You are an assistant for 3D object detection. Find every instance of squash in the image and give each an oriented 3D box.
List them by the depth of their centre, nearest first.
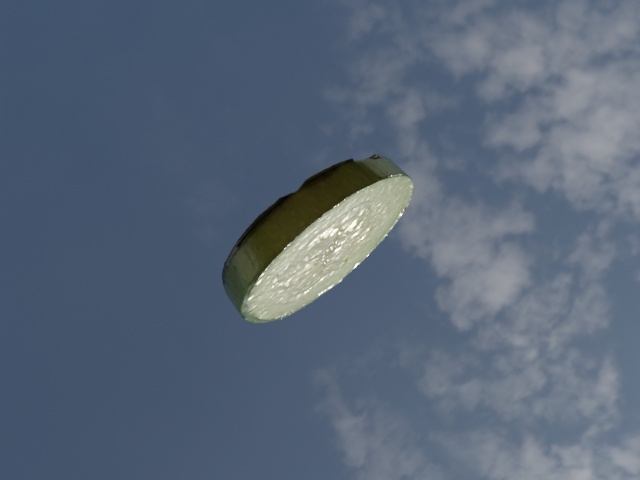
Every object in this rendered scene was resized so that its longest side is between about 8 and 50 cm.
[{"bbox_3d":[0.003,0.004,0.986,0.219,0.219,0.041,-31,-113,-18],"label":"squash"}]
